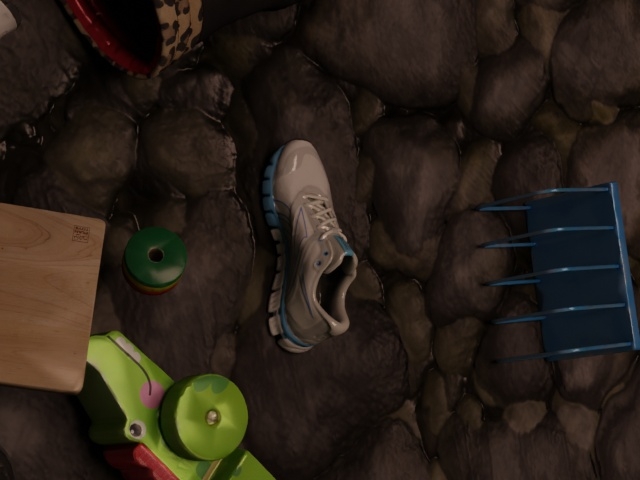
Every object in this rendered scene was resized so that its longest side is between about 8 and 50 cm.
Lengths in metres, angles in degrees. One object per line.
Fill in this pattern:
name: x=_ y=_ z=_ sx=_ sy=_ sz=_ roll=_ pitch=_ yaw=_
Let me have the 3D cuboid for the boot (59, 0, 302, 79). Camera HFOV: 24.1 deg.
boot: x=-0.129 y=-0.337 z=1.242 sx=0.284 sy=0.138 sz=0.377 roll=-40 pitch=114 yaw=-41

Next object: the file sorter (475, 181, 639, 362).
file sorter: x=0.233 y=0.035 z=1.511 sx=0.104 sy=0.118 sz=0.170 roll=-1 pitch=82 yaw=-41

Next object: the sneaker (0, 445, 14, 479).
sneaker: x=-0.286 y=0.258 z=0.950 sx=0.125 sy=0.140 sz=0.341 roll=50 pitch=50 yaw=-21

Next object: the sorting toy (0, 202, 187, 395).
sorting toy: x=-0.238 y=0.041 z=1.068 sx=0.274 sy=0.046 sz=0.132 roll=9 pitch=66 yaw=-12

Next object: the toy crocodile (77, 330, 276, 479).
toy crocodile: x=-0.083 y=0.194 z=1.173 sx=0.340 sy=0.115 sz=0.105 roll=48 pitch=59 yaw=-25

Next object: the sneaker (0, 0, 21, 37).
sneaker: x=-0.329 y=-0.195 z=1.051 sx=0.234 sy=0.078 sz=0.106 roll=41 pitch=72 yaw=-19

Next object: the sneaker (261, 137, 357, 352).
sneaker: x=0.000 y=0.000 z=1.321 sx=0.071 sy=0.083 sz=0.190 roll=4 pitch=77 yaw=-41
